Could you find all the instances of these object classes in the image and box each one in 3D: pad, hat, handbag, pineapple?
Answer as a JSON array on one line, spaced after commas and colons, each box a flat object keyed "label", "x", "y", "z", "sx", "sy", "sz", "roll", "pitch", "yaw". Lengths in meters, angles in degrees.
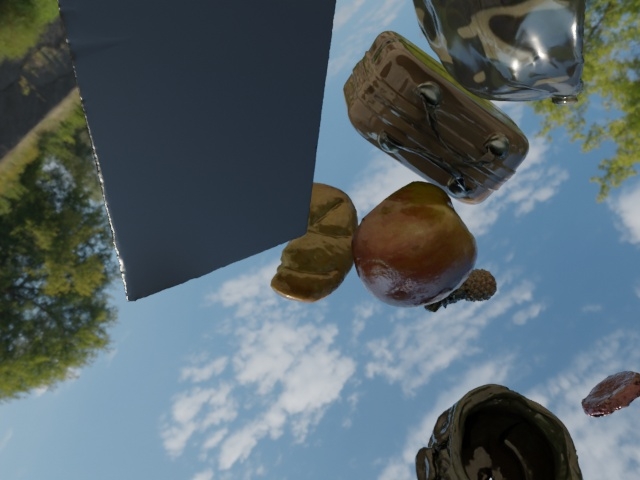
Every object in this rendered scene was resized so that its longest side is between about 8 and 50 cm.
[{"label": "pad", "x": -0.081, "y": -0.083, "z": 0.403, "sx": 0.202, "sy": 0.300, "sz": 0.005, "roll": -22, "pitch": -129, "yaw": -28}, {"label": "hat", "x": 0.120, "y": -0.302, "z": 0.553, "sx": 0.381, "sy": 0.366, "sz": 0.258, "roll": 18, "pitch": -81, "yaw": 28}, {"label": "handbag", "x": 0.185, "y": -0.181, "z": 0.790, "sx": 0.149, "sy": 0.301, "sz": 0.283, "roll": -49, "pitch": -162, "yaw": 29}, {"label": "pineapple", "x": 0.279, "y": 0.104, "z": 1.017, "sx": 0.159, "sy": 0.074, "sz": 0.074, "roll": -13, "pitch": -152, "yaw": -14}]

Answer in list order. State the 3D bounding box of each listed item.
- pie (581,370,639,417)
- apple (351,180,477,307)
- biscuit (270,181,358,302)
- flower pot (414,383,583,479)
[{"label": "pie", "x": 0.676, "y": 0.352, "z": 1.145, "sx": 0.153, "sy": 0.038, "sz": 0.153, "roll": -32, "pitch": 169, "yaw": -7}, {"label": "apple", "x": 0.135, "y": 0.015, "z": 0.727, "sx": 0.173, "sy": 0.195, "sz": 0.160, "roll": -30, "pitch": -117, "yaw": 18}, {"label": "biscuit", "x": 0.003, "y": 0.003, "z": 0.959, "sx": 0.045, "sy": 0.154, "sz": 0.299, "roll": -46, "pitch": -157, "yaw": 46}, {"label": "flower pot", "x": 0.357, "y": 0.468, "z": 1.029, "sx": 0.301, "sy": 0.213, "sz": 0.302, "roll": 2, "pitch": -133, "yaw": -2}]
